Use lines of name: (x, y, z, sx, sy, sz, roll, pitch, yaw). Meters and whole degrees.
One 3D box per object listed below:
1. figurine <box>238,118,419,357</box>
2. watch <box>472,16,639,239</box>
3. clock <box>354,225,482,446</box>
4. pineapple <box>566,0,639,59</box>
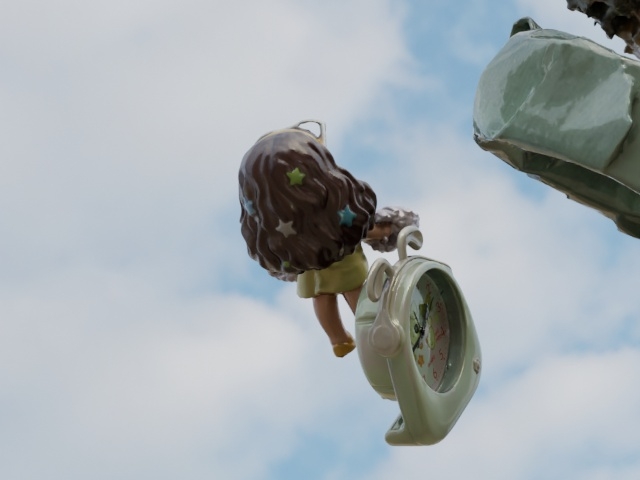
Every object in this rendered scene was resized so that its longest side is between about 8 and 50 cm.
figurine: (-0.001, -0.001, 1.715, 0.175, 0.116, 0.240, -15, -61, 22)
watch: (0.233, -0.057, 1.216, 0.253, 0.241, 0.161, 27, -94, -46)
clock: (0.088, 0.088, 1.666, 0.062, 0.151, 0.191, -6, -65, 31)
pineapple: (0.247, -0.211, 1.363, 0.340, 0.169, 0.169, 23, -59, -9)
